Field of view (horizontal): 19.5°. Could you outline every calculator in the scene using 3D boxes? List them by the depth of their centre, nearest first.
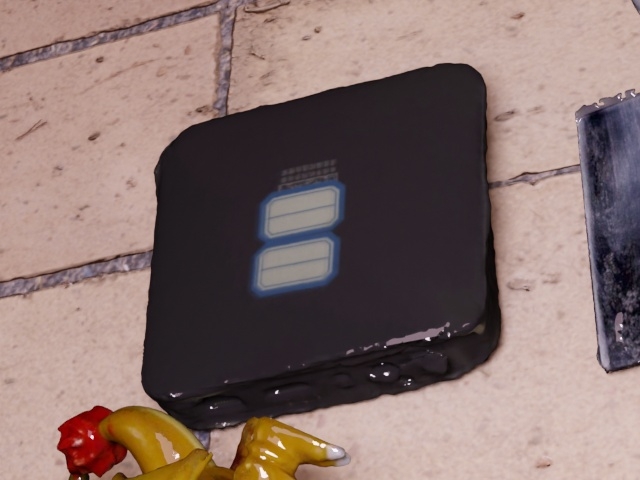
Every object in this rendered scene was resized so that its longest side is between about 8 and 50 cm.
[{"bbox_3d":[0.304,-0.019,1.640,0.161,0.021,0.261,-17,64,35],"label":"calculator"}]

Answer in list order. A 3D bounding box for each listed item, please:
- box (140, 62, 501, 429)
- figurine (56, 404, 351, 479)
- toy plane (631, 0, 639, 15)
[{"bbox_3d":[0.000,0.000,1.786,0.359,0.091,0.350,-12,51,17],"label":"box"},{"bbox_3d":[-0.128,0.321,1.517,0.401,0.268,0.387,1,69,65],"label":"figurine"},{"bbox_3d":[0.360,-0.142,1.715,0.212,0.088,0.267,-34,53,-2],"label":"toy plane"}]
